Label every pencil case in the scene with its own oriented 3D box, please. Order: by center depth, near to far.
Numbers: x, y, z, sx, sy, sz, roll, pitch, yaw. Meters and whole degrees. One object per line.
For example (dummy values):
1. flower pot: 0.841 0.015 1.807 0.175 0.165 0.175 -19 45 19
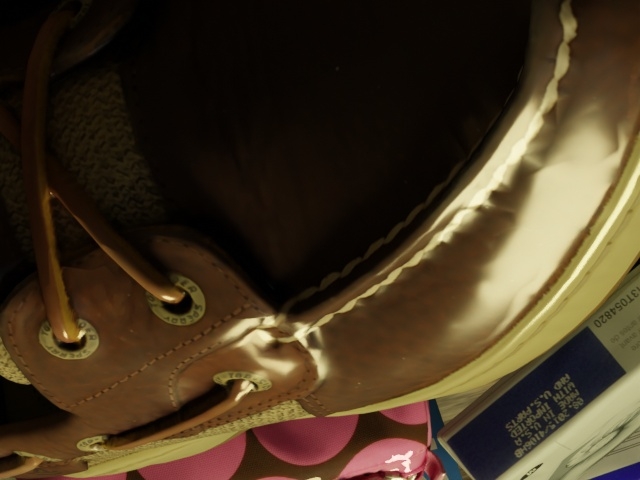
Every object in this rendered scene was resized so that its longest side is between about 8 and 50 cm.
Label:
1. pencil case: -0.053 0.091 0.804 0.209 0.098 0.095 -16 165 -8

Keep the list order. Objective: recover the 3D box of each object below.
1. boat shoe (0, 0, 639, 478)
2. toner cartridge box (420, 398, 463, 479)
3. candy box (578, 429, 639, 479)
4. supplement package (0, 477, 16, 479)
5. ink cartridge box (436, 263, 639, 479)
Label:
1. boat shoe: -0.045 -0.004 0.444 0.123 0.123 0.342 -10 169 -34
2. toner cartridge box: -0.039 0.181 1.018 0.075 0.165 0.348 -10 162 -32
3. candy box: 0.272 0.117 1.220 0.268 0.122 0.317 -19 159 2
4. supplement package: -0.210 0.177 0.599 0.198 0.199 0.263 -21 -178 8
5. ink cartridge box: 0.179 0.056 0.943 0.223 0.045 0.224 -41 163 7
